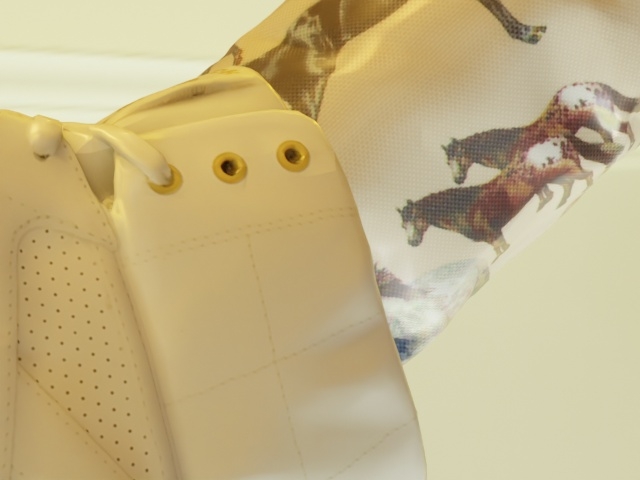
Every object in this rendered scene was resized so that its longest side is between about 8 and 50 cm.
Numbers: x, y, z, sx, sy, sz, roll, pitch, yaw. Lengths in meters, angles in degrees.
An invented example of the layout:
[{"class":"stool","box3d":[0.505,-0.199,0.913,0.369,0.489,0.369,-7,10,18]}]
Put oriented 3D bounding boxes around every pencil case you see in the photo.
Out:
[{"class":"pencil case","box3d":[0.000,0.000,0.873,0.410,0.160,0.183,-44,-49,-1]}]

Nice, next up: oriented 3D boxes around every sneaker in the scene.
[{"class":"sneaker","box3d":[-0.095,-0.014,0.460,0.169,0.108,0.292,-39,-80,-28]}]
